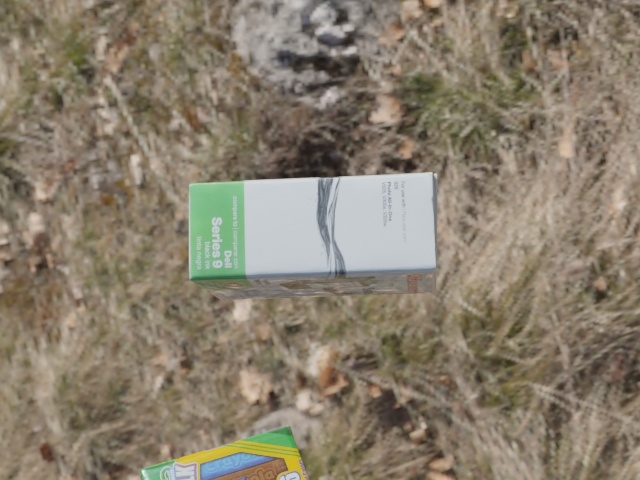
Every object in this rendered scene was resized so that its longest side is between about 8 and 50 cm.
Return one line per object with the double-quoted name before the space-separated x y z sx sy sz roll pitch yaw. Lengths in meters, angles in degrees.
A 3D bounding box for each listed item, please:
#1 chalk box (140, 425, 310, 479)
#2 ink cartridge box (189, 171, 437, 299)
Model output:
"chalk box" -0.154 0.414 1.575 0.180 0.289 0.179 99 154 -52
"ink cartridge box" 0.000 0.000 1.358 0.211 0.289 0.121 60 -151 -79
